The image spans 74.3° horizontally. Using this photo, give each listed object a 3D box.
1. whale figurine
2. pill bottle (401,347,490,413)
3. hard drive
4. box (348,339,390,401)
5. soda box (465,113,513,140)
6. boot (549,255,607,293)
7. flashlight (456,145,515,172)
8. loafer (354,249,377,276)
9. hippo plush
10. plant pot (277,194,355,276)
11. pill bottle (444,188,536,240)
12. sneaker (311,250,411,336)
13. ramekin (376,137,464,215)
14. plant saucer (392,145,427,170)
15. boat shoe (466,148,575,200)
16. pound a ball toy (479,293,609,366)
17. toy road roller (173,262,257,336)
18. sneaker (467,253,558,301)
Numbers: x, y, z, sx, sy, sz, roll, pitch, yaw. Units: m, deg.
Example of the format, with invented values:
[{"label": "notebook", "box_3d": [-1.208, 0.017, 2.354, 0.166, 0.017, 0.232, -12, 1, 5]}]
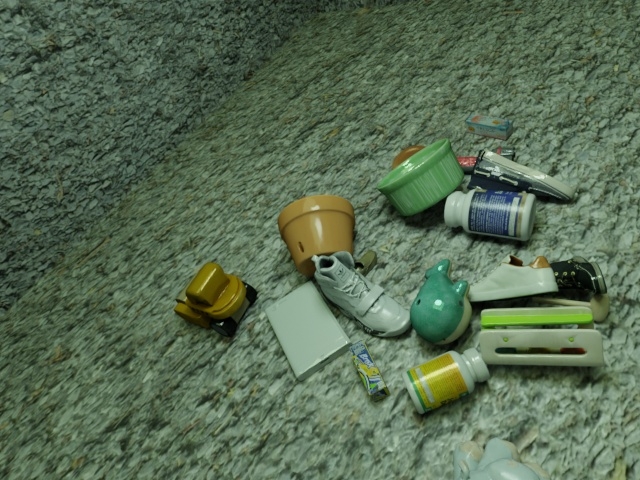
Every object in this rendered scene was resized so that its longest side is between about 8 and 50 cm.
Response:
[{"label": "whale figurine", "box_3d": [0.340, 0.168, 1.253, 0.216, 0.141, 0.272, -45, 27, 43]}, {"label": "pill bottle", "box_3d": [0.332, 0.366, 1.125, 0.208, 0.118, 0.118, -25, 44, 3]}, {"label": "hard drive", "box_3d": [-0.049, 0.294, 1.432, 0.202, 0.040, 0.308, -32, 45, -5]}, {"label": "box", "box_3d": [0.142, 0.381, 1.244, 0.054, 0.059, 0.169, -28, 44, 1]}, {"label": "soda box", "box_3d": [0.700, -0.474, 1.757, 0.183, 0.063, 0.058, 28, 66, 41]}, {"label": "boot", "box_3d": [0.660, 0.111, 1.166, 0.178, 0.086, 0.236, -16, 4, 17]}, {"label": "flashlight", "box_3d": [0.584, -0.312, 1.630, 0.303, 0.103, 0.103, 7, 71, 27]}, {"label": "loafer", "box_3d": [0.154, 0.088, 1.515, 0.056, 0.050, 0.148, 15, 58, 35]}, {"label": "hippo plush", "box_3d": [0.343, 0.519, 0.891, 0.293, 0.237, 0.235, -19, 45, 9]}, {"label": "plant pot", "box_3d": [0.000, 0.000, 1.532, 0.290, 0.291, 0.204, -17, 62, 11]}, {"label": "pill bottle", "box_3d": [0.562, -0.091, 1.407, 0.264, 0.153, 0.153, 10, 55, 32]}, {"label": "sneaker", "box_3d": [0.114, 0.164, 1.349, 0.365, 0.210, 0.137, 25, 64, 40]}, {"label": "ramekin", "box_3d": [0.370, -0.222, 1.541, 0.303, 0.148, 0.303, -36, 10, 7]}, {"label": "plant saucer", "box_3d": [0.401, -0.341, 1.800, 0.199, 0.037, 0.200, -14, 46, 15]}, {"label": "boat shoe", "box_3d": [0.683, -0.181, 1.478, 0.340, 0.127, 0.158, 32, 106, 25]}, {"label": "pound a ball toy", "box_3d": [0.599, 0.246, 1.121, 0.318, 0.136, 0.208, -6, 18, 25]}, {"label": "toy road roller", "box_3d": [-0.418, 0.188, 1.563, 0.329, 0.241, 0.203, 10, 55, 33]}, {"label": "sneaker", "box_3d": [0.519, 0.110, 1.208, 0.290, 0.105, 0.123, -21, 70, 48]}]
